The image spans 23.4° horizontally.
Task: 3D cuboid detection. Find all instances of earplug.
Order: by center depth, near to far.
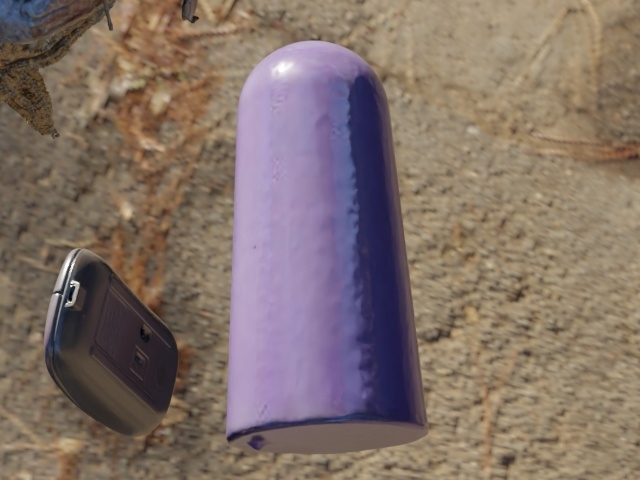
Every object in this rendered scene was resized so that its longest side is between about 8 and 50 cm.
[{"bbox_3d":[0.000,0.000,1.694,0.215,0.215,0.456,-12,71,30],"label":"earplug"}]

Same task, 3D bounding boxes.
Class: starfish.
[{"bbox_3d":[-0.384,-0.215,1.959,0.060,0.299,0.302,43,142,20],"label":"starfish"}]

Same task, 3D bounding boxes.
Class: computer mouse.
[{"bbox_3d":[-0.191,0.095,1.387,0.057,0.232,0.120,2,65,20],"label":"computer mouse"}]

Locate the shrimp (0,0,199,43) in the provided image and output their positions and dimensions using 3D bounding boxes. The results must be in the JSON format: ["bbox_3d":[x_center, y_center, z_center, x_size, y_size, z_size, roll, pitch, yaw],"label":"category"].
[{"bbox_3d":[-0.158,-0.263,1.321,0.343,0.116,0.145,-22,66,-6],"label":"shrimp"}]
